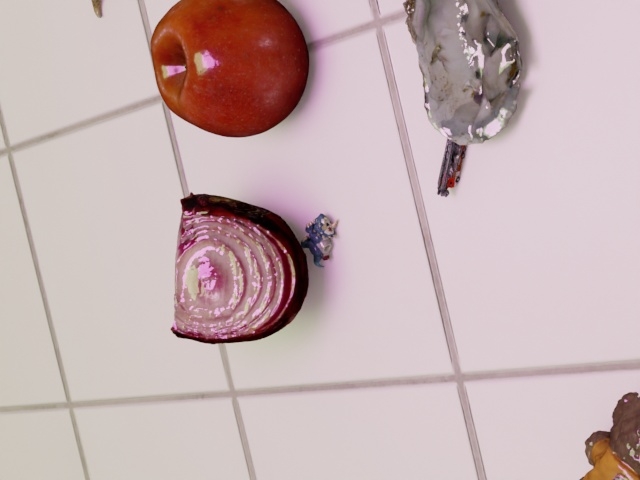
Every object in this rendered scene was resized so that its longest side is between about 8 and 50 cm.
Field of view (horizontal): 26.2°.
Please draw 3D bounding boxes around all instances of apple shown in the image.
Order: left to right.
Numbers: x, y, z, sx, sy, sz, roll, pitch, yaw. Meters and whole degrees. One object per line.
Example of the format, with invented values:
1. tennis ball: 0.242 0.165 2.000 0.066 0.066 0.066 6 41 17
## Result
1. apple: -0.129 -0.255 1.965 0.218 0.201 0.218 24 121 48

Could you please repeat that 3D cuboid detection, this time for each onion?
1. onion: -0.119 0.045 2.047 0.206 0.206 0.216 9 96 -2

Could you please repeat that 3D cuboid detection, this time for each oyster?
1. oyster: 0.171 -0.256 1.731 0.252 0.087 0.199 52 124 12

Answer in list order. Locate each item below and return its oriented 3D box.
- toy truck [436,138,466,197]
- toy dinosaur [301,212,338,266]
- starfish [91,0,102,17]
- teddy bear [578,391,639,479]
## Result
1. toy truck: 0.172 -0.099 1.816 0.024 0.032 0.083 28 121 33
2. toy dinosaur: 0.000 0.000 2.022 0.047 0.030 0.083 41 128 33
3. starfish: -0.356 -0.469 2.258 0.216 0.050 0.224 29 126 29
4. teddy bear: 0.380 0.280 1.640 0.177 0.140 0.190 34 115 39
